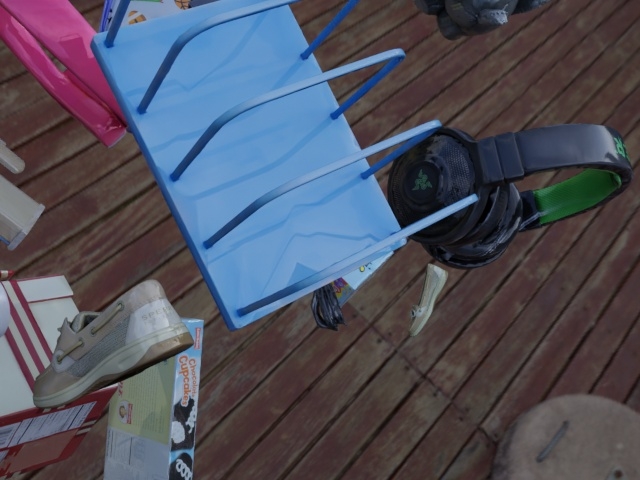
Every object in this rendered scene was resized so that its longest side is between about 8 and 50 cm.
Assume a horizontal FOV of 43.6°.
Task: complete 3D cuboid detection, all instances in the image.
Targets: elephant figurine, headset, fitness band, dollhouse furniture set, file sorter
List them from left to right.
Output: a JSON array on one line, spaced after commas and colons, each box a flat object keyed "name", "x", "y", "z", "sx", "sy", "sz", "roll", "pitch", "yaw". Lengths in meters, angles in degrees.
[{"name": "dollhouse furniture set", "x": -0.690, "y": -0.016, "z": 1.485, "sx": 0.198, "sy": 0.303, "sz": 0.286, "roll": 42, "pitch": 14, "yaw": -19}, {"name": "fitness band", "x": -0.270, "y": -0.201, "z": 0.777, "sx": 0.054, "sy": 0.209, "sz": 0.291, "roll": -43, "pitch": 45, "yaw": -12}, {"name": "file sorter", "x": -0.017, "y": -0.062, "z": 0.403, "sx": 0.118, "sy": 0.104, "sz": 0.170, "roll": -25, "pitch": 87, "yaw": -29}, {"name": "headset", "x": 0.163, "y": -0.017, "z": 0.935, "sx": 0.394, "sy": 0.243, "sz": 0.185, "roll": -14, "pitch": 73, "yaw": 18}, {"name": "elephant figurine", "x": 0.246, "y": -0.386, "z": 1.064, "sx": 0.239, "sy": 0.169, "sz": 0.186, "roll": -36, "pitch": 86, "yaw": -9}]

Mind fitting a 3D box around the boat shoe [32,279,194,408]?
[{"name": "boat shoe", "x": -0.274, "y": 0.132, "z": 0.994, "sx": 0.109, "sy": 0.302, "sz": 0.098, "roll": -18, "pitch": 82, "yaw": -48}]

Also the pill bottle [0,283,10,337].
[{"name": "pill bottle", "x": -0.456, "y": 0.094, "z": 0.863, "sx": 0.124, "sy": 0.124, "sz": 0.221, "roll": 50, "pitch": 26, "yaw": 11}]

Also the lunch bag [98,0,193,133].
[{"name": "lunch bag", "x": -0.402, "y": -0.451, "z": 1.838, "sx": 0.239, "sy": 0.328, "sz": 0.385, "roll": 13, "pitch": 86, "yaw": -7}]

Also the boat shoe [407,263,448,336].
[{"name": "boat shoe", "x": 0.211, "y": 0.124, "z": 1.644, "sx": 0.048, "sy": 0.056, "sz": 0.153, "roll": 26, "pitch": 93, "yaw": 0}]

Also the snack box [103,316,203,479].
[{"name": "snack box", "x": -0.298, "y": 0.291, "z": 1.419, "sx": 0.060, "sy": 0.187, "sz": 0.321, "roll": 6, "pitch": 88, "yaw": -49}]

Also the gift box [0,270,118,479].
[{"name": "gift box", "x": -0.500, "y": 0.197, "z": 1.201, "sx": 0.276, "sy": 0.255, "sz": 0.258, "roll": -2, "pitch": 49, "yaw": -51}]

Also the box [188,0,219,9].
[{"name": "box", "x": -0.169, "y": -0.367, "z": 1.524, "sx": 0.093, "sy": 0.158, "sz": 0.156, "roll": -33, "pitch": 67, "yaw": -22}]

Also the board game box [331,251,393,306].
[{"name": "board game box", "x": 0.000, "y": 0.000, "z": 1.786, "sx": 0.275, "sy": 0.142, "sz": 0.144, "roll": 45, "pitch": 60, "yaw": 7}]
